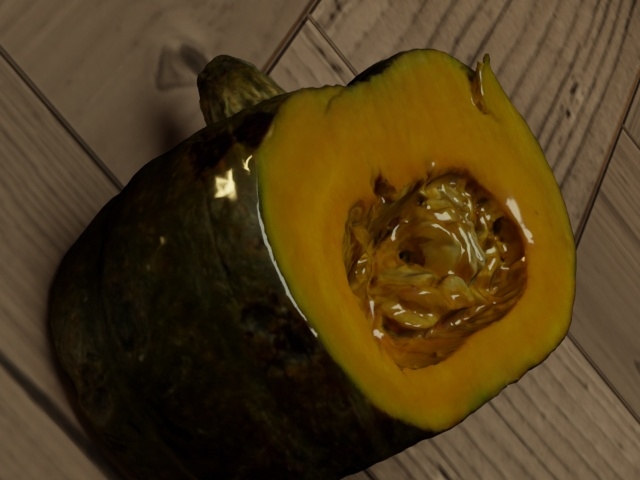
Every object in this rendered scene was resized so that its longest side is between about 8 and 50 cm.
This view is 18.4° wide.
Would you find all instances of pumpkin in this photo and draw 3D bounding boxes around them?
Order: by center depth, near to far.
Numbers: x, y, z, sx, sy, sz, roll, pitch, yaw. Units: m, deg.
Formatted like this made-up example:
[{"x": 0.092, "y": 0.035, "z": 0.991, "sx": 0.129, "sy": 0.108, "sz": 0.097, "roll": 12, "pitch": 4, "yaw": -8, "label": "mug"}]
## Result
[{"x": 0.000, "y": 0.000, "z": 1.002, "sx": 0.317, "sy": 0.139, "sz": 0.222, "roll": -24, "pitch": 88, "yaw": -53, "label": "pumpkin"}]
